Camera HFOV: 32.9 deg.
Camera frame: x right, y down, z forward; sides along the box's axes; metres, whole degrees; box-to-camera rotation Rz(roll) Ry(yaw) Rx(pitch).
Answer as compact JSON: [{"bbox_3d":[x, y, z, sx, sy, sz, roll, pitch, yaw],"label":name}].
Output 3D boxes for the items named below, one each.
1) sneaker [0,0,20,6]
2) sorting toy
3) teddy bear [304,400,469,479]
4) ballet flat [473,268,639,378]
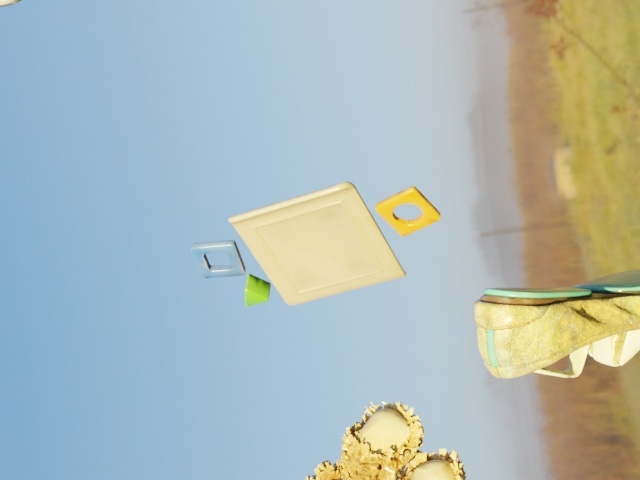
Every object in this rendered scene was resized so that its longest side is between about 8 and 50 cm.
[{"bbox_3d":[-0.282,-0.228,0.669,0.132,0.229,0.086,126,144,-53],"label":"sneaker"},{"bbox_3d":[0.000,0.000,1.459,0.196,0.348,0.047,56,-151,-38],"label":"sorting toy"},{"bbox_3d":[0.051,0.338,1.175,0.113,0.245,0.338,8,-81,-47],"label":"teddy bear"},{"bbox_3d":[0.314,0.099,1.266,0.349,0.123,0.123,-5,-93,-37],"label":"ballet flat"}]
